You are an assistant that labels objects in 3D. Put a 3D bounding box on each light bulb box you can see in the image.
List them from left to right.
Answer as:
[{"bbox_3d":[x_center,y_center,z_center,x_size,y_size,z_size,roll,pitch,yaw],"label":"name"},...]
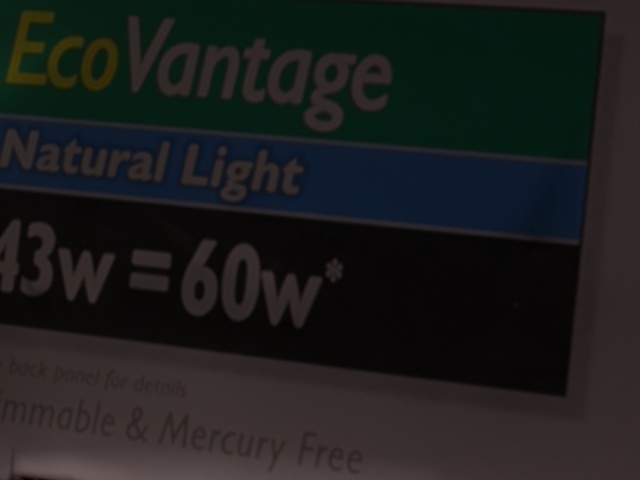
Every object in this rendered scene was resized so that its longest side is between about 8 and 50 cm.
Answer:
[{"bbox_3d":[0.103,-0.006,0.559,0.357,0.225,0.361,6,178,16],"label":"light bulb box"}]
